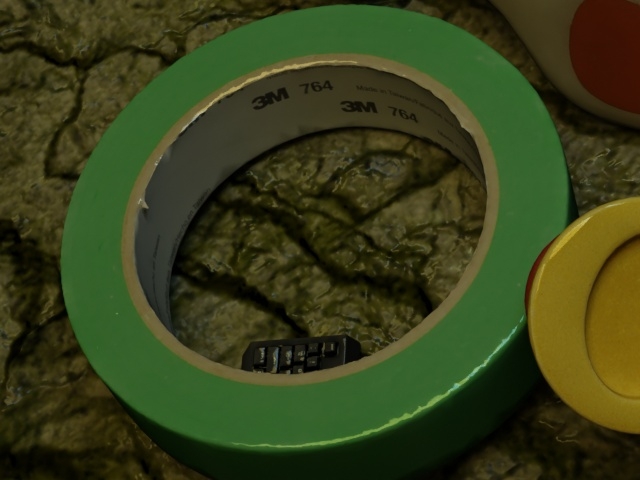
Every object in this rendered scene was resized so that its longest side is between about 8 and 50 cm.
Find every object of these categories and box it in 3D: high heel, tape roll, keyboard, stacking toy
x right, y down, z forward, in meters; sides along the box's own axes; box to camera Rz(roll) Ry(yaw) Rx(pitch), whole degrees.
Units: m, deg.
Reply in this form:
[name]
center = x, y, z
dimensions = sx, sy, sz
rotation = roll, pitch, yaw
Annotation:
[high heel]
center = 0.163, -0.201, 1.135
dimensions = 0.377, 0.127, 0.181
rotation = 28, 49, 14
[tape roll]
center = 0.000, 0.000, 1.082
dimensions = 0.321, 0.077, 0.321
rotation = -8, 58, 13
[keyboard]
center = -0.006, 0.145, 1.066
dimensions = 0.108, 0.023, 0.180
rotation = -3, 66, 16
[stacking toy]
center = 0.221, 0.140, 0.938
dimensions = 0.280, 0.130, 0.308
rotation = 9, 92, -6
